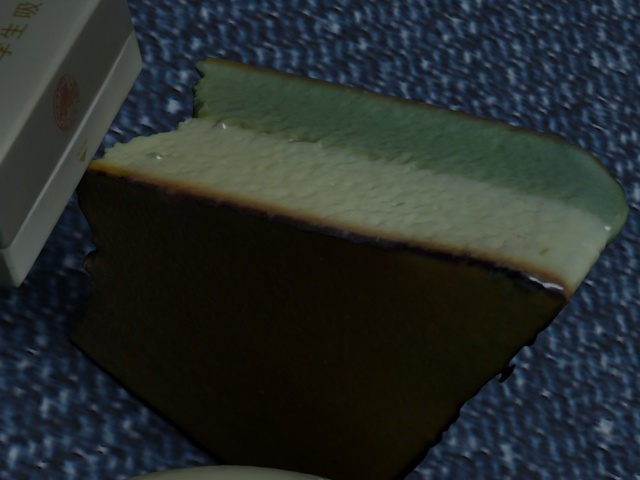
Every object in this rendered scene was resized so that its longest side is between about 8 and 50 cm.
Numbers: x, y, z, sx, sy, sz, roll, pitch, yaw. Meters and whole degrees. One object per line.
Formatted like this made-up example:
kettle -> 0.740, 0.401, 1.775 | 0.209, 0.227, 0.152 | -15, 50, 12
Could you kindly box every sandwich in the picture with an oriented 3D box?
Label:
sandwich -> 0.000, 0.000, 0.780 | 0.186, 0.220, 0.108 | 40, 50, 2

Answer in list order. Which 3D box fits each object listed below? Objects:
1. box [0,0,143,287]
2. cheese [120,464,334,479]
box -> -0.189, -0.058, 0.761 | 0.201, 0.058, 0.141 | 7, 47, 16
cheese -> -0.027, 0.211, 0.681 | 0.233, 0.127, 0.266 | -20, 67, -34
